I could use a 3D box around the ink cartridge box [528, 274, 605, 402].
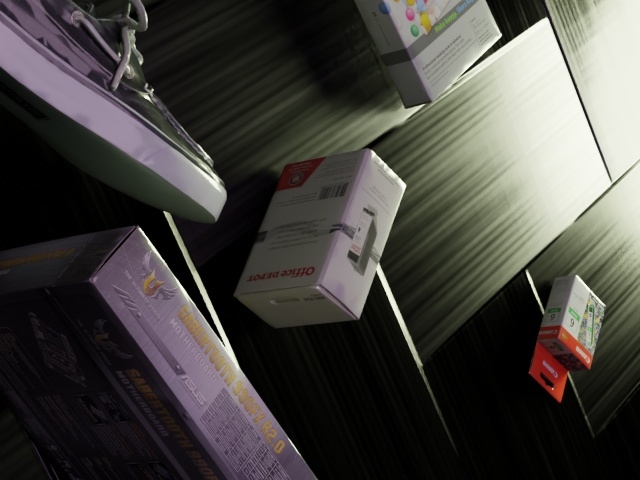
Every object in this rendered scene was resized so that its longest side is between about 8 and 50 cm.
[{"bbox_3d":[0.250,0.100,1.564,0.063,0.029,0.115,43,54,-34],"label":"ink cartridge box"}]

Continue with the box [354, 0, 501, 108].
[{"bbox_3d":[0.088,-0.239,1.449,0.145,0.038,0.186,-44,113,-43],"label":"box"}]

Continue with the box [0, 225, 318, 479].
[{"bbox_3d":[-0.133,0.104,1.041,0.231,0.183,0.056,56,47,-22],"label":"box"}]

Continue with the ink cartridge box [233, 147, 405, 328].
[{"bbox_3d":[0.000,0.000,1.264,0.056,0.099,0.135,42,55,-35],"label":"ink cartridge box"}]

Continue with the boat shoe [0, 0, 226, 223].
[{"bbox_3d":[-0.171,-0.126,1.096,0.306,0.113,0.105,37,72,-26],"label":"boat shoe"}]
